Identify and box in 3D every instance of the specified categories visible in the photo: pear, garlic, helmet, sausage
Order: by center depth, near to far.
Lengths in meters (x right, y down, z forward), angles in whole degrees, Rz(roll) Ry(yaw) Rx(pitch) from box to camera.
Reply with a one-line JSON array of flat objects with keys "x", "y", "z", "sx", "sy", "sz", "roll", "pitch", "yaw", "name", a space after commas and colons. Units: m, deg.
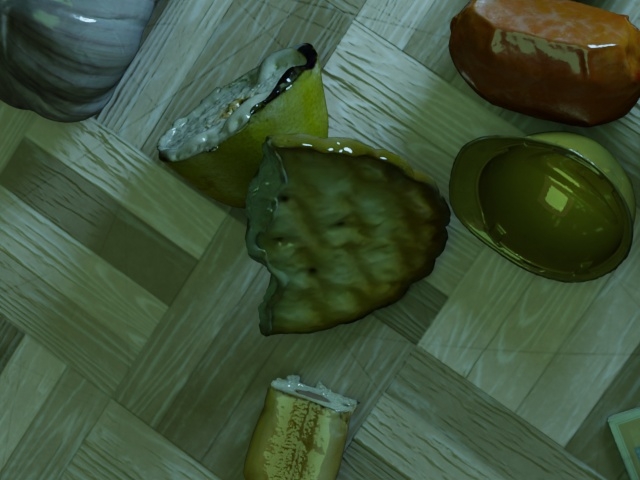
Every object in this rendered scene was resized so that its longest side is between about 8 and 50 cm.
[{"x": 0.300, "y": -0.244, "z": 1.870, "sx": 0.268, "sy": 0.153, "sz": 0.141, "roll": 16, "pitch": 138, "yaw": 12, "name": "sausage"}, {"x": 0.317, "y": -0.070, "z": 1.884, "sx": 0.257, "sy": 0.140, "sz": 0.205, "roll": 26, "pitch": 130, "yaw": 21, "name": "helmet"}, {"x": -0.077, "y": -0.138, "z": 1.965, "sx": 0.267, "sy": 0.267, "sz": 0.178, "roll": -32, "pitch": 114, "yaw": 13, "name": "pear"}, {"x": -0.379, "y": -0.327, "z": 1.975, "sx": 0.317, "sy": 0.259, "sz": 0.317, "roll": -4, "pitch": 84, "yaw": 39, "name": "garlic"}]

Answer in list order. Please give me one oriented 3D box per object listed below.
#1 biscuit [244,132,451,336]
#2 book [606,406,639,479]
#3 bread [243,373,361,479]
[{"x": 0.000, "y": 0.000, "z": 1.922, "sx": 0.329, "sy": 0.078, "sz": 0.335, "roll": 29, "pitch": 116, "yaw": -28, "name": "biscuit"}, {"x": 0.531, "y": 0.279, "z": 1.907, "sx": 0.242, "sy": 0.018, "sz": 0.170, "roll": -22, "pitch": 88, "yaw": 13, "name": "book"}, {"x": -0.029, "y": 0.287, "z": 2.008, "sx": 0.134, "sy": 0.085, "sz": 0.173, "roll": 20, "pitch": 95, "yaw": 9, "name": "bread"}]
